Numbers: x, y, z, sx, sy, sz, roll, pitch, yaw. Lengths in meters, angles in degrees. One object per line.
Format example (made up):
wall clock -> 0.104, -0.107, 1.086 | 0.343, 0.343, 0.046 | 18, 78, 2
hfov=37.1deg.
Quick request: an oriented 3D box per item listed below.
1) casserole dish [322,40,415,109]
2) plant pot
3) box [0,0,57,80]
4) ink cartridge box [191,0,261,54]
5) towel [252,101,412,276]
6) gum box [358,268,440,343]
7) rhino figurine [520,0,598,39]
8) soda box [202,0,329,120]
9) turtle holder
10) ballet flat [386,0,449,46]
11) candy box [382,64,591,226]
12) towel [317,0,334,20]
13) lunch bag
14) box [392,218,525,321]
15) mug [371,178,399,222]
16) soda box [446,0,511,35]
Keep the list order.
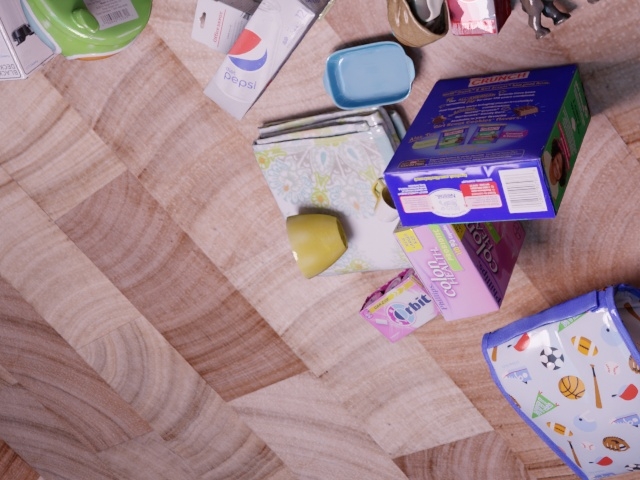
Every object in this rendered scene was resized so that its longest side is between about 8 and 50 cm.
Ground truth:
casserole dish -> 0.094, -0.307, 1.769 | 0.188, 0.037, 0.114 | -5, 107, 31
plant pot -> 0.000, 0.000, 1.918 | 0.095, 0.134, 0.134 | -19, 118, 11
box -> -0.635, -0.485, 1.919 | 0.087, 0.169, 0.290 | 1, 127, 26
ink cartridge box -> -0.147, -0.402, 1.813 | 0.180, 0.060, 0.104 | 25, 132, 6
towel -> 0.061, -0.094, 1.943 | 0.320, 0.090, 0.375 | -5, 123, 33
gum box -> 0.186, 0.135, 2.076 | 0.107, 0.062, 0.188 | 42, 133, -10
rhino figurine -> 0.415, -0.426, 1.502 | 0.243, 0.073, 0.106 | -31, 97, 37
soda box -> -0.098, -0.352, 1.721 | 0.091, 0.098, 0.286 | 38, 131, -5
turtle holder -> -0.478, -0.481, 1.798 | 0.320, 0.243, 0.227 | 36, 151, -16
ballet flat -> 0.137, -0.464, 1.507 | 0.124, 0.116, 0.342 | 22, 137, 51
candy box -> 0.288, -0.163, 1.611 | 0.268, 0.317, 0.122 | -3, 126, 30
towel -> -0.036, -0.472, 1.723 | 0.148, 0.027, 0.110 | 34, 133, -2
lunch bag -> 0.554, 0.260, 1.878 | 0.385, 0.239, 0.327 | 42, 135, -19
box -> 0.267, -0.013, 1.794 | 0.117, 0.243, 0.214 | -16, 117, 36
mug -> 0.132, -0.073, 1.828 | 0.062, 0.078, 0.064 | 6, 148, -18
soda box -> 0.243, -0.468, 1.541 | 0.083, 0.092, 0.263 | 4, 127, 26
